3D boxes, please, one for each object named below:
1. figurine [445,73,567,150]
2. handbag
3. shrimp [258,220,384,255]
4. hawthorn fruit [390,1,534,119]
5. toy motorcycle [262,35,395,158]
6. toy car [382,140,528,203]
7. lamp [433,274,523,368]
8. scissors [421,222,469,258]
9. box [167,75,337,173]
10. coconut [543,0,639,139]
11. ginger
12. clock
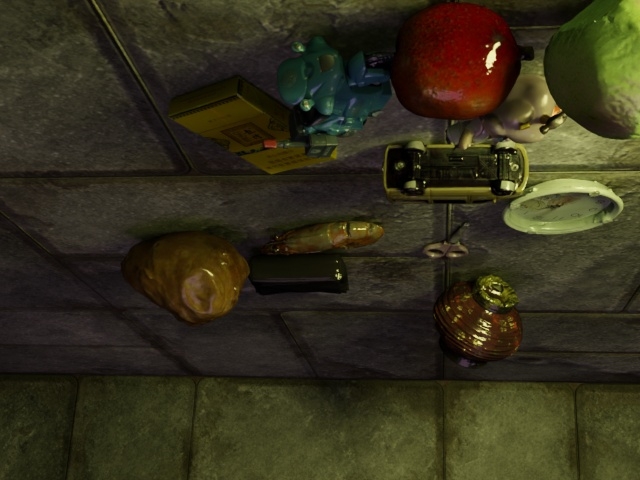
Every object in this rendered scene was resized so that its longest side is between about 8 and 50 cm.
[{"bbox_3d":[0.289,-0.197,1.433,0.137,0.111,0.229,-17,-178,-37],"label":"figurine"},{"bbox_3d":[-0.053,0.085,2.303,0.247,0.080,0.223,-1,167,2],"label":"handbag"},{"bbox_3d":[0.000,0.001,2.081,0.295,0.062,0.154,-5,165,15],"label":"shrimp"},{"bbox_3d":[0.190,-0.236,1.236,0.188,0.169,0.169,8,163,19],"label":"hawthorn fruit"},{"bbox_3d":[0.012,-0.215,1.397,0.182,0.123,0.272,-3,162,-17],"label":"toy motorcycle"},{"bbox_3d":[0.243,-0.118,1.662,0.257,0.101,0.124,1,165,9],"label":"toy car"},{"bbox_3d":[0.407,0.204,2.360,0.247,0.246,0.247,2,160,1],"label":"lamp"},{"bbox_3d":[0.305,0.003,2.103,0.110,0.021,0.212,3,161,-8],"label":"scissors"},{"bbox_3d":[-0.111,-0.192,1.591,0.153,0.040,0.279,-10,157,34],"label":"box"},{"bbox_3d":[0.418,-0.233,1.178,0.236,0.204,0.235,-18,145,-13],"label":"coconut"},{"bbox_3d":[-0.304,0.069,2.108,0.269,0.200,0.223,42,116,-1],"label":"ginger"},{"bbox_3d":[0.476,-0.074,1.821,0.237,0.053,0.236,0,161,0],"label":"clock"}]
